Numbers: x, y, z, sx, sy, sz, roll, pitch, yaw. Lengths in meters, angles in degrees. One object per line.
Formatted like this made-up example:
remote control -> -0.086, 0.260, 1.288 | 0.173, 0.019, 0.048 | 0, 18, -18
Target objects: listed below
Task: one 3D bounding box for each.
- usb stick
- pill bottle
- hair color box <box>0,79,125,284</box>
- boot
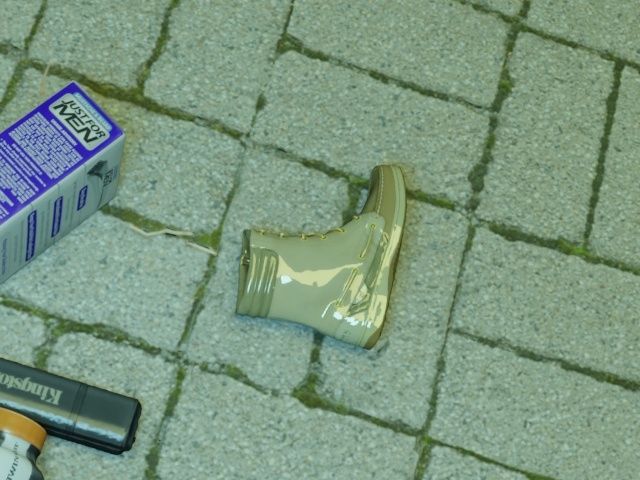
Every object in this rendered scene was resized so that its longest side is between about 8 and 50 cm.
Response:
usb stick -> -0.356, 0.192, 1.841 | 0.278, 0.045, 0.077 | 18, 66, -5
pill bottle -> -0.401, 0.317, 1.732 | 0.130, 0.130, 0.245 | 21, 65, -4
hair color box -> -0.402, -0.031, 1.847 | 0.339, 0.185, 0.110 | -39, 79, -24
boot -> 0.000, 0.000, 1.981 | 0.203, 0.095, 0.262 | 14, 69, -6
